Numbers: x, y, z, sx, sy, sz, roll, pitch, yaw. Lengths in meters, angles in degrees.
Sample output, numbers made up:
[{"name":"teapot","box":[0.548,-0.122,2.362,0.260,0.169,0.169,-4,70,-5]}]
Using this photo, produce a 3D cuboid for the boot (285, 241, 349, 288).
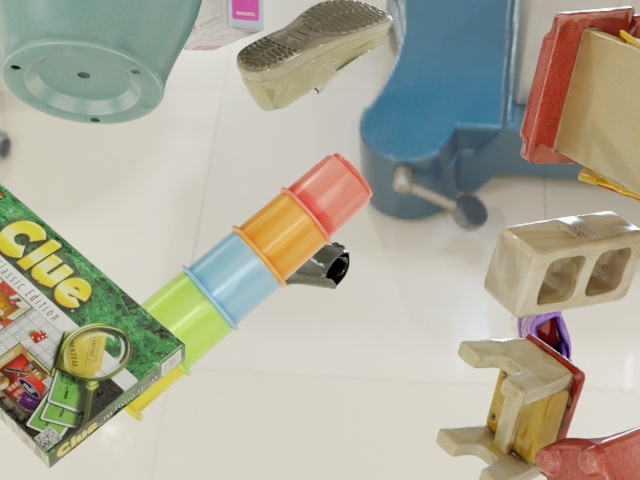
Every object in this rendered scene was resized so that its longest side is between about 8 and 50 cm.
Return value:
[{"name":"boot","box":[0.000,0.000,1.492,0.137,0.076,0.197,3,48,31]}]

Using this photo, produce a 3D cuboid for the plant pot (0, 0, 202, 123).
[{"name":"plant pot","box":[-0.260,-0.284,1.233,0.272,0.271,0.255,0,68,5]}]

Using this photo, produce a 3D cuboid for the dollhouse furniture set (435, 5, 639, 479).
[{"name":"dollhouse furniture set","box":[0.236,0.038,0.750,0.152,0.374,0.201,-7,30,-32]}]

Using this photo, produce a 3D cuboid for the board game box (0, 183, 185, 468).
[{"name":"board game box","box":[-0.243,0.048,0.831,0.260,0.030,0.136,37,53,21]}]

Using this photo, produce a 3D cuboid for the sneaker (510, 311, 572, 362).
[{"name":"sneaker","box":[0.247,0.140,1.172,0.068,0.169,0.071,-15,22,-6]}]

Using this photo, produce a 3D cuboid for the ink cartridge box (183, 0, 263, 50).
[{"name":"ink cartridge box","box":[-0.137,-0.428,1.451,0.065,0.186,0.310,-4,93,-26]}]

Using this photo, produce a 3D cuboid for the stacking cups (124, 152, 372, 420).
[{"name":"stacking cups","box":[-0.083,0.040,1.037,0.316,0.096,0.096,-39,62,-10]}]

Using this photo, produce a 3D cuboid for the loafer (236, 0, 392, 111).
[{"name":"loafer","box":[-0.009,-0.264,1.504,0.269,0.092,0.102,-29,51,-30]}]
